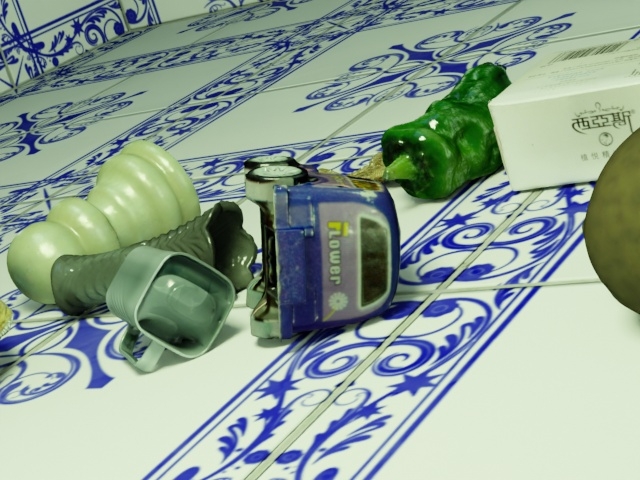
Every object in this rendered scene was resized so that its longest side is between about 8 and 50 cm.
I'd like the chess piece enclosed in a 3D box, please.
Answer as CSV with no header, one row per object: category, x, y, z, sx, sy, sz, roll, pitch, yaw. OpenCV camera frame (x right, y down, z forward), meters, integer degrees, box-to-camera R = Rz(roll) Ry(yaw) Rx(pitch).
chess piece,-0.290,-0.010,1.896,0.144,0.144,0.251,1,30,46

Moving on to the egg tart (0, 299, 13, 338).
egg tart,-0.453,0.134,1.656,0.234,0.094,0.234,-15,15,4

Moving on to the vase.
vase,-0.202,0.030,1.730,0.237,0.115,0.115,-12,18,25

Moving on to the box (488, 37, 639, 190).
box,0.365,-0.158,1.712,0.274,0.116,0.203,-7,20,32

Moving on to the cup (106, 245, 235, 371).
cup,-0.169,0.076,1.564,0.128,0.095,0.129,-62,24,-7

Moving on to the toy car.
toy car,0.000,0.000,1.537,0.158,0.172,0.235,-2,14,-5

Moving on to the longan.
longan,0.302,-0.020,1.255,0.204,0.159,0.185,-14,53,56

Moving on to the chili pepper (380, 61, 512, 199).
chili pepper,0.169,-0.129,1.830,0.270,0.136,0.099,-31,-11,-43

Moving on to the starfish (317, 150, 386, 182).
starfish,0.073,-0.098,1.930,0.209,0.053,0.150,-6,16,38
